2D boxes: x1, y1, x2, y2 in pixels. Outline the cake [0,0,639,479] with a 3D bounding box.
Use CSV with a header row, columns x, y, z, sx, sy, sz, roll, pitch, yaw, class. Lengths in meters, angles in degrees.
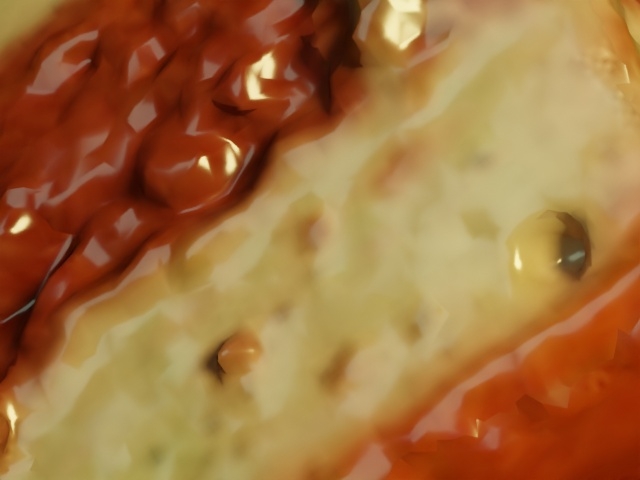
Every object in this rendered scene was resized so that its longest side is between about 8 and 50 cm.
x,y,z,sx,sy,sz,roll,pitch,yaw,class
0.000,0.000,0.596,0.269,0.270,0.319,-39,57,11,cake
